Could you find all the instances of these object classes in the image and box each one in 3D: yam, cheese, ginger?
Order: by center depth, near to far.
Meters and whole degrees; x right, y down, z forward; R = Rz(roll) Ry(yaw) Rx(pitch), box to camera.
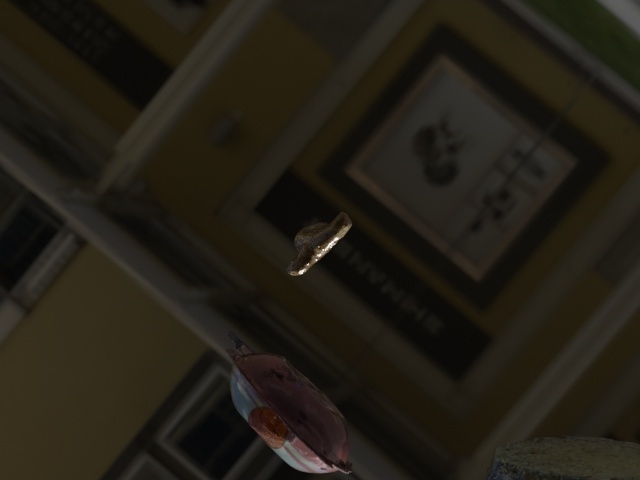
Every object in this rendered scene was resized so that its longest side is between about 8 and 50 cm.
[{"bbox_3d":[0.000,0.000,1.663,0.030,0.097,0.048,30,-148,-27],"label":"ginger"},{"bbox_3d":[-0.042,0.170,1.713,0.189,0.074,0.286,46,180,-23],"label":"cheese"},{"bbox_3d":[0.317,0.428,2.098,0.241,0.348,0.241,13,-175,-1],"label":"yam"}]
